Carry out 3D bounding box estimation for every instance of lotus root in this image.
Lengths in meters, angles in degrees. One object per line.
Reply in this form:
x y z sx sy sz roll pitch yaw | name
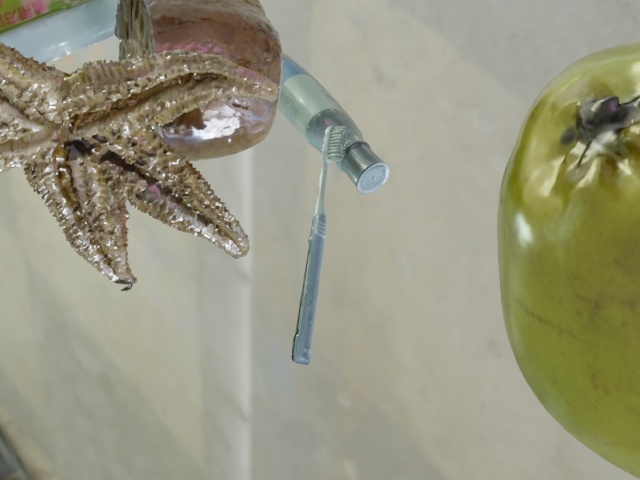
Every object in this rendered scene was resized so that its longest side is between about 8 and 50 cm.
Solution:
-0.077 -0.100 0.846 0.122 0.081 0.112 -116 32 -47 | lotus root

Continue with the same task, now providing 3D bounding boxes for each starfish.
-0.123 -0.054 0.748 0.240 0.043 0.227 -11 140 30 | starfish

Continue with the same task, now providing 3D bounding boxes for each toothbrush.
0.000 0.000 1.226 0.019 0.219 0.016 -4 155 30 | toothbrush

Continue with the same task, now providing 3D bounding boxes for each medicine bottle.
0.002 -0.130 1.570 0.208 0.054 0.090 50 -172 36 | medicine bottle

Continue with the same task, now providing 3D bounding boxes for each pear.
0.189 0.013 0.639 0.269 0.212 0.212 33 178 -42 | pear

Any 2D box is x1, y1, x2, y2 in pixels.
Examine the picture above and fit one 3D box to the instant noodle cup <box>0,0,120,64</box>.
-0.274 -0.266 0.975 0.294 0.294 0.307 11 125 58 | instant noodle cup
